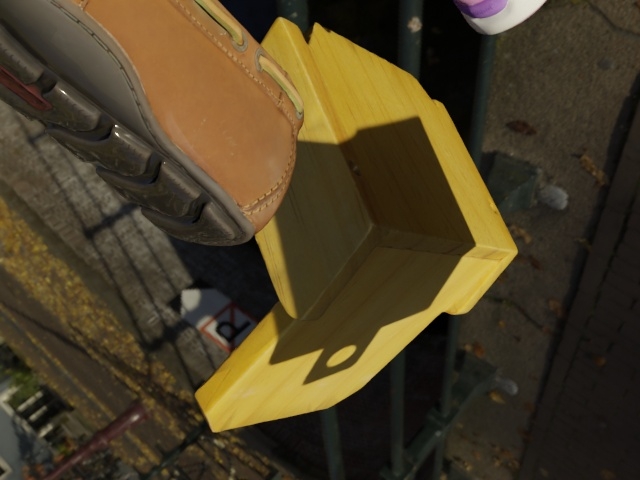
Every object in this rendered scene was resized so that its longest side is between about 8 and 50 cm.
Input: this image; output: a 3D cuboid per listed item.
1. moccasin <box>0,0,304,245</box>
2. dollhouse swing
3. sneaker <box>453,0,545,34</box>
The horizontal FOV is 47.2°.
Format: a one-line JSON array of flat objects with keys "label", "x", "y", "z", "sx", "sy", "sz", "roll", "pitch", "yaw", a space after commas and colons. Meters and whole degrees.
[{"label": "moccasin", "x": -0.133, "y": -0.152, "z": 0.374, "sx": 0.139, "sy": 0.146, "sz": 0.380, "roll": -4, "pitch": 144, "yaw": 47}, {"label": "dollhouse swing", "x": 0.000, "y": 0.000, "z": 0.826, "sx": 0.305, "sy": 0.347, "sz": 0.315, "roll": -33, "pitch": 69, "yaw": 29}, {"label": "sneaker", "x": 0.103, "y": -0.267, "z": 0.502, "sx": 0.095, "sy": 0.105, "sz": 0.236, "roll": -14, "pitch": 70, "yaw": 56}]
